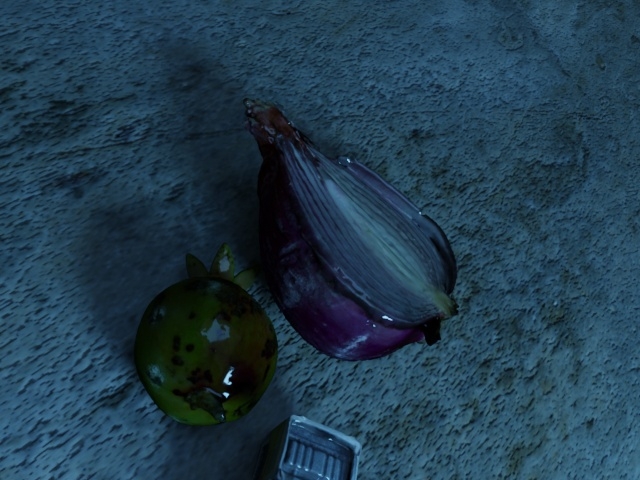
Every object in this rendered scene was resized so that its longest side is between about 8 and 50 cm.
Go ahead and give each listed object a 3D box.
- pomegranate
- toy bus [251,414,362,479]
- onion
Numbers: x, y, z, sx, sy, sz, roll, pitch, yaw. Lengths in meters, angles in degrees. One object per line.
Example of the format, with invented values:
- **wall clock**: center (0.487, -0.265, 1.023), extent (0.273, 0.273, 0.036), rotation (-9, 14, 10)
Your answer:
- **pomegranate**: center (-0.106, 0.096, 0.673), extent (0.156, 0.156, 0.220), rotation (35, 44, -7)
- **toy bus**: center (-0.052, 0.338, 0.577), extent (0.097, 0.138, 0.343), rotation (26, 55, -12)
- **onion**: center (0.000, 0.000, 0.766), extent (0.349, 0.159, 0.267), rotation (49, 30, 8)
